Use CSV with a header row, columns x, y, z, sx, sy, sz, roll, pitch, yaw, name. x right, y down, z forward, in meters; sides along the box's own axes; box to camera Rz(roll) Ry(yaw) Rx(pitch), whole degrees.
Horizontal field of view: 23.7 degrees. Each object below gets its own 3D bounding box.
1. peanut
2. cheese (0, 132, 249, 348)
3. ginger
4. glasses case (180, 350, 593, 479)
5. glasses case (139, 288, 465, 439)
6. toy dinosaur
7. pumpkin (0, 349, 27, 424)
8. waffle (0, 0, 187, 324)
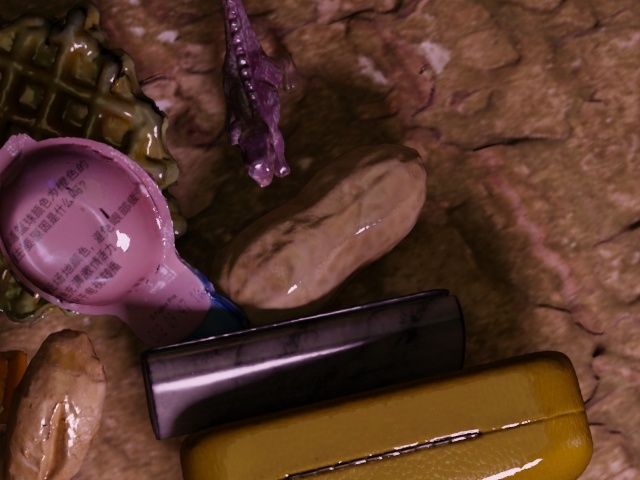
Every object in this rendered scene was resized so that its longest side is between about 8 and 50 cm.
x,y,z,sx,sy,sz,roll,pitch,yaw,name
0.000,0.000,1.464,0.257,0.123,0.123,-40,82,-2,peanut
-0.195,0.014,1.426,0.286,0.074,0.189,41,119,-6,cheese
-0.319,0.286,1.430,0.363,0.122,0.348,-17,95,11,ginger
0.063,0.209,1.404,0.371,0.173,0.141,-13,81,2,glasses case
-0.015,0.120,1.433,0.299,0.114,0.060,-11,50,-10,glasses case
-0.065,-0.170,1.453,0.072,0.200,0.251,0,84,5,toy dinosaur
-0.325,0.142,1.488,0.083,0.054,0.074,1,77,23,pumpkin
-0.292,-0.075,1.511,0.297,0.073,0.317,-25,89,4,waffle
